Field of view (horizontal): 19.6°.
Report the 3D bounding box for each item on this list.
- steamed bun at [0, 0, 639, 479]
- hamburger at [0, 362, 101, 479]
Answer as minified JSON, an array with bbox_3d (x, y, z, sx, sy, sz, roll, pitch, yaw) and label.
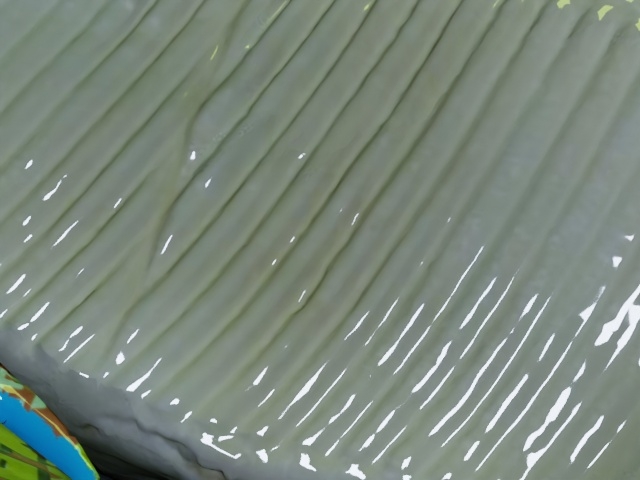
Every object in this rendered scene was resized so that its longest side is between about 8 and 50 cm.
[{"bbox_3d":[0.004,0.002,0.744,0.383,0.247,0.236,16,-14,13],"label":"steamed bun"},{"bbox_3d":[-0.144,0.093,0.442,0.260,0.150,0.276,40,1,13],"label":"hamburger"}]
